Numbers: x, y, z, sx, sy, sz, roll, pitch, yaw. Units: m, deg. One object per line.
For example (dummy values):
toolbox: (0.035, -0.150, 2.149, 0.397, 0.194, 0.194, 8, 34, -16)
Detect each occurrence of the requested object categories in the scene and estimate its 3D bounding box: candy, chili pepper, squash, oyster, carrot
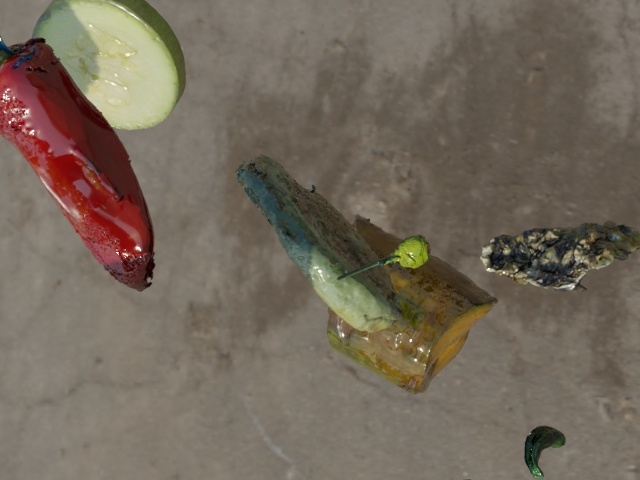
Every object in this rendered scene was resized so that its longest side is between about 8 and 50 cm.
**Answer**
candy: (0.067, 0.023, 1.188, 0.035, 0.123, 0.035, -12, 95, 59)
chili pepper: (0.335, 0.307, 1.674, 0.035, 0.118, 0.055, -41, 87, 33)
squash: (-0.333, -0.281, 1.755, 0.252, 0.252, 0.049, -35, 22, 39)
chili pepper: (-0.278, -0.103, 1.206, 0.110, 0.388, 0.110, -25, 26, 13)
oyster: (0.402, 0.012, 1.819, 0.214, 0.223, 0.083, 6, 116, 48)
carrot: (0.126, 0.117, 1.988, 0.340, 0.241, 0.241, 30, 106, 25)

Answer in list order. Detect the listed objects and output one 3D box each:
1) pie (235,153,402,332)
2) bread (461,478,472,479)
pie: (0.004, 0.006, 1.490, 0.067, 0.302, 0.302, -42, 51, 10)
bread: (0.107, 0.338, 1.039, 0.179, 0.250, 0.133, 33, 127, 24)
